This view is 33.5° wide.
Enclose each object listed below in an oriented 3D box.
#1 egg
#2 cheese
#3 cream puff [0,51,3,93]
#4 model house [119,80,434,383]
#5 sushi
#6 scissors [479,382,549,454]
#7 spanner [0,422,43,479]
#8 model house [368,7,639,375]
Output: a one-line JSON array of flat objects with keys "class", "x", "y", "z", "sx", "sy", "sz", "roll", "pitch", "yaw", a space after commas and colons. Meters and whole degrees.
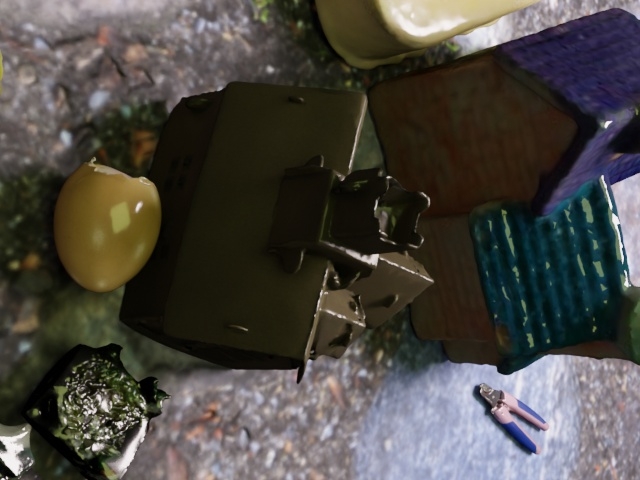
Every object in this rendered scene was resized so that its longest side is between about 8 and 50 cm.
[{"class": "egg", "x": -0.162, "y": -0.010, "z": 0.800, "sx": 0.080, "sy": 0.080, "sz": 0.096, "roll": 19, "pitch": 88, "yaw": -36}, {"class": "cheese", "x": 0.112, "y": -0.320, "z": 1.032, "sx": 0.384, "sy": 0.104, "sz": 0.384, "roll": 4, "pitch": 83, "yaw": -38}, {"class": "cream puff", "x": -0.308, "y": -0.112, "z": 0.614, "sx": 0.282, "sy": 0.185, "sz": 0.282, "roll": 10, "pitch": 70, "yaw": -30}, {"class": "model house", "x": 0.000, "y": 0.000, "z": 0.821, "sx": 0.204, "sy": 0.243, "sz": 0.211, "roll": 23, "pitch": 71, "yaw": -34}, {"class": "sushi", "x": -0.168, "y": 0.123, "z": 0.798, "sx": 0.083, "sy": 0.056, "sz": 0.084, "roll": 45, "pitch": 61, "yaw": -19}, {"class": "scissors", "x": 0.200, "y": 0.182, "z": 1.110, "sx": 0.113, "sy": 0.012, "sz": 0.039, "roll": 39, "pitch": 63, "yaw": -29}, {"class": "spanner", "x": -0.251, "y": 0.137, "z": 0.721, "sx": 0.325, "sy": 0.040, "sz": 0.095, "roll": 53, "pitch": 34, "yaw": -20}, {"class": "model house", "x": 0.231, "y": -0.044, "z": 0.987, "sx": 0.245, "sy": 0.280, "sz": 0.312, "roll": -19, "pitch": 99, "yaw": -38}]
